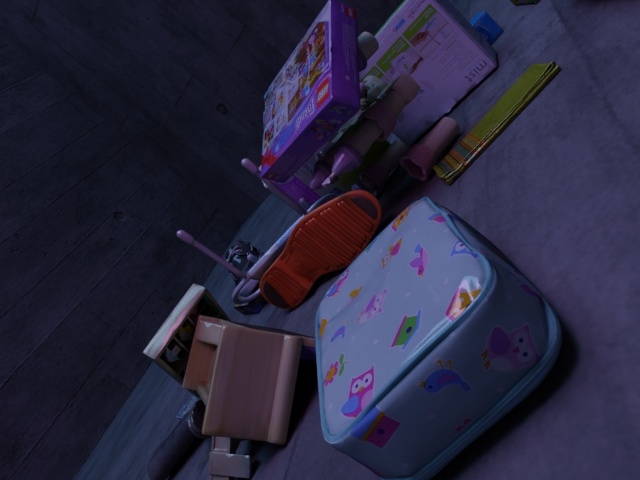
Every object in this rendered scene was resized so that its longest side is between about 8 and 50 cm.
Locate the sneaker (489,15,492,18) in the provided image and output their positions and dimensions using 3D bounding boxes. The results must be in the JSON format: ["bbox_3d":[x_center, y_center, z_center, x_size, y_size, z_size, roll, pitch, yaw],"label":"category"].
[{"bbox_3d":[0.412,-0.548,1.293,0.069,0.038,0.098,-56,4,-12],"label":"sneaker"}]

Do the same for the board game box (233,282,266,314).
[{"bbox_3d":[-0.153,0.105,1.434,0.243,0.042,0.165,-56,13,-21],"label":"board game box"}]

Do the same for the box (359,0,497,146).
[{"bbox_3d":[0.213,-0.386,1.083,0.262,0.231,0.127,-42,14,37],"label":"box"}]

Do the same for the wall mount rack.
[{"bbox_3d":[-0.129,-0.020,1.097,0.350,0.130,0.304,-47,-24,8],"label":"wall mount rack"}]

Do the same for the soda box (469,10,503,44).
[{"bbox_3d":[0.339,-0.450,1.197,0.210,0.067,0.071,-48,13,16],"label":"soda box"}]

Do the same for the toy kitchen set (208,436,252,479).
[{"bbox_3d":[-0.117,0.326,0.732,0.068,0.075,0.084,-5,74,22],"label":"toy kitchen set"}]

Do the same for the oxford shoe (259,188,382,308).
[{"bbox_3d":[0.000,0.000,1.006,0.363,0.130,0.133,-41,10,39],"label":"oxford shoe"}]

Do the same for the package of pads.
[{"bbox_3d":[0.009,-0.205,1.239,0.296,0.229,0.101,-45,39,9],"label":"package of pads"}]

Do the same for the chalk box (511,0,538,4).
[{"bbox_3d":[0.471,-0.642,1.124,0.132,0.132,0.213,-47,12,20],"label":"chalk box"}]

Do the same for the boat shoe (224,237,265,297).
[{"bbox_3d":[-0.227,0.071,1.414,0.121,0.119,0.335,-52,12,0],"label":"boat shoe"}]

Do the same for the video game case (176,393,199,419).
[{"bbox_3d":[-0.280,0.360,1.214,0.190,0.022,0.173,-59,14,-29],"label":"video game case"}]

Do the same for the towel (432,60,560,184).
[{"bbox_3d":[0.278,-0.195,0.801,0.237,0.021,0.102,-48,14,15],"label":"towel"}]

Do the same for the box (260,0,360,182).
[{"bbox_3d":[-0.029,-0.257,0.897,0.293,0.057,0.201,-32,52,56],"label":"box"}]

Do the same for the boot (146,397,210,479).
[{"bbox_3d":[-0.278,0.400,0.973,0.208,0.076,0.189,-44,-1,4],"label":"boot"}]

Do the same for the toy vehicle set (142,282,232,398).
[{"bbox_3d":[-0.252,0.230,1.046,0.166,0.035,0.267,-59,-30,-26],"label":"toy vehicle set"}]

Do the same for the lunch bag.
[{"bbox_3d":[0.088,0.084,0.489,0.224,0.107,0.279,-51,11,14],"label":"lunch bag"}]

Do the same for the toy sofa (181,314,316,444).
[{"bbox_3d":[-0.121,0.220,0.830,0.362,0.177,0.150,164,119,-69],"label":"toy sofa"}]

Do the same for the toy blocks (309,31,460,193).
[{"bbox_3d":[0.046,-0.204,0.978,0.260,0.309,0.288,-49,11,-10],"label":"toy blocks"}]
